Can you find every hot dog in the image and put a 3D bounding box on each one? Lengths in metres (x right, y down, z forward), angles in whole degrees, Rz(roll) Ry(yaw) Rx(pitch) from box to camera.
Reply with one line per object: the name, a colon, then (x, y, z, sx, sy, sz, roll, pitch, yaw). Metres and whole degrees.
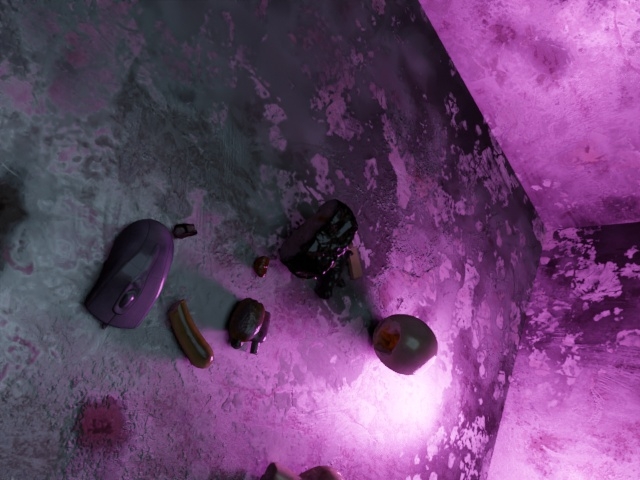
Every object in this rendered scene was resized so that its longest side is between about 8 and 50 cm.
hot dog: (-0.227, 0.101, 1.765, 0.058, 0.035, 0.083, 28, 68, -37)

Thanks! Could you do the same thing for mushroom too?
mushroom: (-0.063, 0.953, 1.676, 0.336, 0.314, 0.315, 33, 62, -9)

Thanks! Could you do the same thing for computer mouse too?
computer mouse: (-0.566, 0.103, 1.401, 0.188, 0.121, 0.371, 36, 66, -34)

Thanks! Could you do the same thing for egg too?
egg: (0.413, 0.497, 2.149, 0.336, 0.278, 0.279, 28, 67, -32)

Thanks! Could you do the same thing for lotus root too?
lotus root: (-0.273, 0.303, 1.656, 0.113, 0.088, 0.192, 22, 64, 3)

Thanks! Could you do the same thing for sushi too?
sushi: (0.000, 0.000, 1.815, 0.350, 0.211, 0.171, -46, 117, -2)
sushi: (-0.467, -0.035, 1.564, 0.083, 0.044, 0.046, -11, 72, -45)

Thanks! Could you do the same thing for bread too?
bread: (0.156, 0.104, 2.126, 0.068, 0.028, 0.154, -14, 95, -43)

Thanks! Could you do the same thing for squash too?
squash: (-0.435, 0.320, 1.526, 0.083, 0.083, 0.250, -34, 105, -40)

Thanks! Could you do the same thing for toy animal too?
toy animal: (0.062, 0.082, 1.992, 0.168, 0.106, 0.344, 0, 89, -44)

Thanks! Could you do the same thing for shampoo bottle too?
shampoo bottle: (-0.237, 0.347, 1.727, 0.080, 0.040, 0.165, 24, 69, -39)
